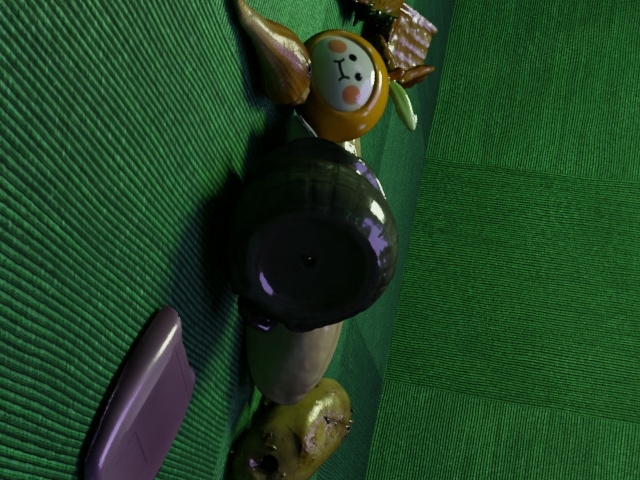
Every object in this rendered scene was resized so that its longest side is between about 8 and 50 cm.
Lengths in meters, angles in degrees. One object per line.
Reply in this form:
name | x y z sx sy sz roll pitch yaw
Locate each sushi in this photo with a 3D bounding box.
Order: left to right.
sushi | 0.121 -0.561 2.112 0.149 0.140 0.287 57 24 -10

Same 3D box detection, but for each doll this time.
doll | 0.061 -0.294 1.744 0.213 0.236 0.214 170 -90 -73

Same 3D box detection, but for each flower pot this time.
flower pot | -0.027 0.000 1.497 0.213 0.301 0.302 -84 176 -60

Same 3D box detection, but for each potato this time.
potato | -0.049 0.385 1.792 0.300 0.140 0.173 -33 140 -36

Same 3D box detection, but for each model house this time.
model house | 0.189 -0.480 2.405 0.199 0.219 0.229 -13 -124 59

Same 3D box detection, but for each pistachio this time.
pistachio | -0.054 0.155 1.735 0.187 0.187 0.299 -13 116 -76

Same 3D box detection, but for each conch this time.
conch | -0.068 -0.307 1.514 0.330 0.093 0.109 63 44 -67

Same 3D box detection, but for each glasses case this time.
glasses case | -0.037 -0.150 1.712 0.308 0.083 0.128 164 -96 -88

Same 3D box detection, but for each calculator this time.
calculator | -0.236 0.242 1.232 0.194 0.043 0.294 86 19 -45

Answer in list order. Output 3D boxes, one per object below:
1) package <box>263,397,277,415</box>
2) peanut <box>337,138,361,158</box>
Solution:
package | -0.064 0.356 1.956 0.168 0.090 0.226 -63 152 -45
peanut | 0.044 -0.257 1.944 0.120 0.136 0.298 -1 103 -43
